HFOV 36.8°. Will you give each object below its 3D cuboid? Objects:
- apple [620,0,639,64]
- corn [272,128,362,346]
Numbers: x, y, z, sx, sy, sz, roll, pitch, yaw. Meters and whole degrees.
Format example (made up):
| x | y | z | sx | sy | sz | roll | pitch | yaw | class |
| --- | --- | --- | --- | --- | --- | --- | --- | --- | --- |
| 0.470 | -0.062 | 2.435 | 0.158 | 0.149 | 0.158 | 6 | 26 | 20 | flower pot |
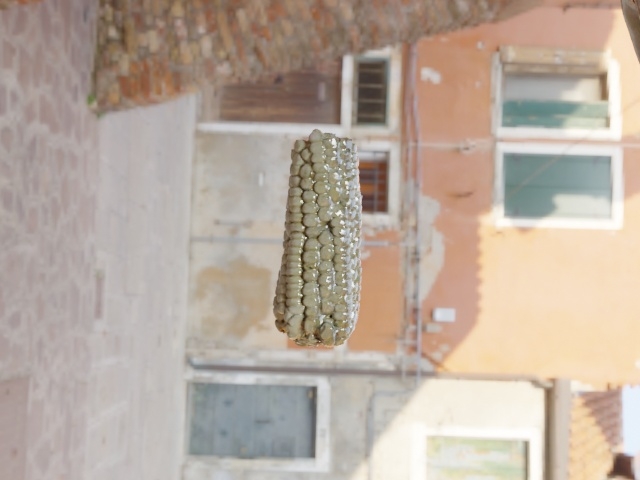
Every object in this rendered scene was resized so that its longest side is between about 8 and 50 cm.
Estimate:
| x | y | z | sx | sy | sz | roll | pitch | yaw | class |
| --- | --- | --- | --- | --- | --- | --- | --- | --- | --- |
| 0.372 | -0.186 | 0.755 | 0.264 | 0.264 | 0.264 | -178 | -90 | -89 | apple |
| 0.000 | 0.000 | 0.940 | 0.087 | 0.087 | 0.210 | -128 | -138 | -89 | corn |
